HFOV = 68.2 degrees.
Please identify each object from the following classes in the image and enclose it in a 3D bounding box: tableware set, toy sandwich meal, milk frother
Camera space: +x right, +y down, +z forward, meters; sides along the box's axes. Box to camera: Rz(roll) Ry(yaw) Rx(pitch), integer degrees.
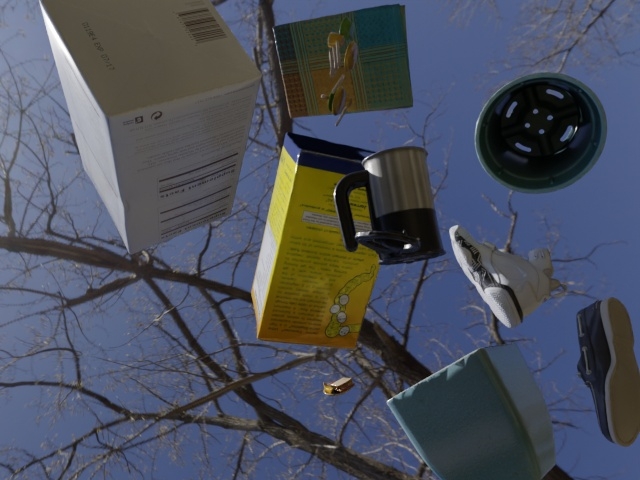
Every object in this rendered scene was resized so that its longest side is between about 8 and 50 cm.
[{"bbox_3d":[0.032,-0.272,0.765,0.024,0.154,0.103,19,-119,19],"label":"tableware set"},{"bbox_3d":[0.045,0.364,1.189,0.086,0.086,0.029,-17,-84,-28],"label":"toy sandwich meal"},{"bbox_3d":[0.088,-0.044,0.558,0.129,0.143,0.134,-7,-100,-13],"label":"milk frother"}]

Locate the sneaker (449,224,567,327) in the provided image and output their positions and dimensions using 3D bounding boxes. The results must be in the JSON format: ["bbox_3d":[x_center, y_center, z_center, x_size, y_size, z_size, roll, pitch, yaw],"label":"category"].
[{"bbox_3d":[0.554,0.069,1.424,0.210,0.137,0.365,-28,-126,3],"label":"sneaker"}]

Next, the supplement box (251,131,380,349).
[{"bbox_3d":[0.000,0.000,0.902,0.196,0.194,0.356,9,-71,-15],"label":"supplement box"}]

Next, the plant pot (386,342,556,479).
[{"bbox_3d":[0.345,0.388,0.993,0.248,0.247,0.252,11,-135,-51],"label":"plant pot"}]

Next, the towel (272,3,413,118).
[{"bbox_3d":[0.066,-0.493,1.330,0.040,0.371,0.271,-61,-35,-58],"label":"towel"}]

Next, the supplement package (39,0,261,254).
[{"bbox_3d":[-0.168,-0.113,0.486,0.134,0.244,0.139,-26,-106,-27],"label":"supplement package"}]

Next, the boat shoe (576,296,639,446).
[{"bbox_3d":[0.404,0.184,0.673,0.075,0.065,0.205,24,-119,-21],"label":"boat shoe"}]

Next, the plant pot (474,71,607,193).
[{"bbox_3d":[0.680,-0.354,1.480,0.341,0.341,0.334,55,-148,-4],"label":"plant pot"}]
